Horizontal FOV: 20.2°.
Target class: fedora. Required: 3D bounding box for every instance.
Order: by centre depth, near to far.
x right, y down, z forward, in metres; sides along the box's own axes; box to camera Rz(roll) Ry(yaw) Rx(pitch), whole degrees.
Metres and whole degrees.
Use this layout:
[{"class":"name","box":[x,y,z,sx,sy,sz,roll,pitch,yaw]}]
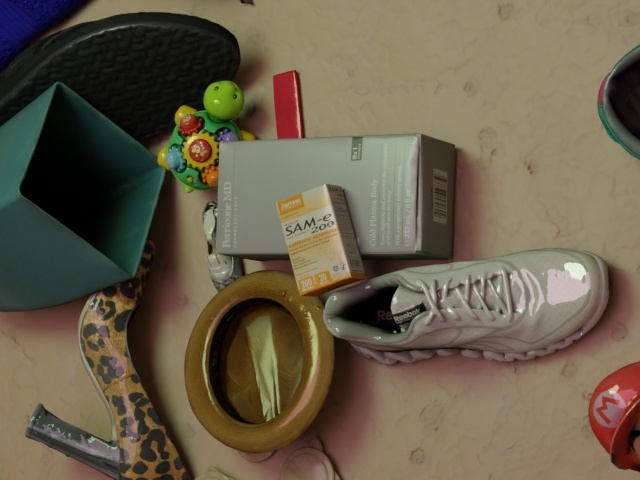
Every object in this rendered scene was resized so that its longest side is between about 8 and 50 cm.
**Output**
[{"class":"fedora","box":[-0.051,0.130,1.873,0.194,0.079,0.194,-9,71,28]}]

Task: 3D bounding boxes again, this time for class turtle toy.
[{"class":"turtle toy","box":[-0.120,-0.111,1.938,0.095,0.066,0.130,23,95,3]}]

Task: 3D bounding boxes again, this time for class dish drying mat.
[{"class":"dish drying mat","box":[-0.035,-0.142,1.947,0.032,0.008,0.083,-11,78,27]}]

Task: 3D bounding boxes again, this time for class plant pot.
[{"class":"plant pot","box":[-0.320,-0.025,1.974,0.234,0.166,0.165,-26,38,38]}]

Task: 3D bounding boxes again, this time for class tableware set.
[{"class":"tableware set","box":[-0.063,0.263,1.894,0.141,0.020,0.169,39,101,26]}]

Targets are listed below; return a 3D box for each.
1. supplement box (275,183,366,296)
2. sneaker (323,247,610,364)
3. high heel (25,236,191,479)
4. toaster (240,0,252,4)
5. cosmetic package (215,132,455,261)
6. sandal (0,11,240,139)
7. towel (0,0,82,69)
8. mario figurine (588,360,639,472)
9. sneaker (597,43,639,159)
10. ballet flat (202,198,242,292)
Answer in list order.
[{"class":"supplement box","box":[0.000,0.000,1.780,0.062,0.036,0.098,-21,78,25]},{"class":"sneaker","box":[0.139,0.065,1.761,0.292,0.118,0.110,-12,75,25]},{"class":"high heel","box":[-0.185,0.140,1.966,0.186,0.093,0.261,24,79,4]},{"class":"toaster","box":[-0.156,-0.368,1.988,0.185,0.110,0.168,15,90,29]},{"class":"cosmetic package","box":[0.015,-0.042,1.852,0.238,0.107,0.127,-2,85,25]},{"class":"sandal","box":[-0.292,-0.171,2.013,0.446,0.167,0.107,-21,50,25]},{"class":"towel","box":[-0.424,-0.301,2.081,0.308,0.076,0.227,-36,106,20]},{"class":"mario figurine","box":[0.372,0.220,1.575,0.320,0.170,0.198,33,64,21]},{"class":"sneaker","box":[0.379,-0.114,1.621,0.295,0.178,0.124,9,87,29]},{"class":"ballet flat","box":[-0.111,0.010,1.947,0.041,0.041,0.114,-13,76,26]}]
